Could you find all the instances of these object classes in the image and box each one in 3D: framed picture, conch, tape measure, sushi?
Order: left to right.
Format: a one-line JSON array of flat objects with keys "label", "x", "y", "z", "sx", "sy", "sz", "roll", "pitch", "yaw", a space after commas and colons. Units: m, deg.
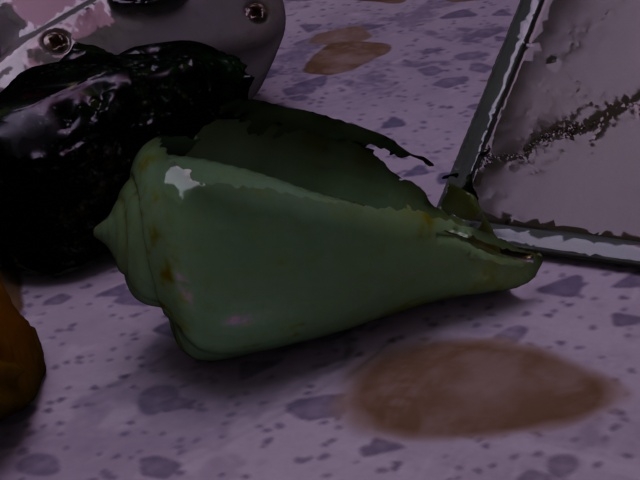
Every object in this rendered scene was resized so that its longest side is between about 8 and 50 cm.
[{"label": "tape measure", "x": -0.174, "y": -0.196, "z": 1.286, "sx": 0.258, "sy": 0.130, "sz": 0.265, "roll": -16, "pitch": 70, "yaw": -22}, {"label": "sushi", "x": -0.145, "y": -0.067, "z": 1.109, "sx": 0.225, "sy": 0.127, "sz": 0.124, "roll": -23, "pitch": 29, "yaw": -35}, {"label": "conch", "x": -0.010, "y": -0.017, "z": 0.943, "sx": 0.251, "sy": 0.137, "sz": 0.143, "roll": -18, "pitch": 26, "yaw": -22}, {"label": "framed picture", "x": 0.220, "y": -0.107, "z": 1.049, "sx": 0.231, "sy": 0.018, "sz": 0.293, "roll": 9, "pitch": 62, "yaw": 31}]

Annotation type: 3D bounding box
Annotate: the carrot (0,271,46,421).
[{"label": "carrot", "x": -0.315, "y": 0.023, "z": 0.828, "sx": 0.341, "sy": 0.241, "sz": 0.241, "roll": -19, "pitch": 27, "yaw": -24}]
